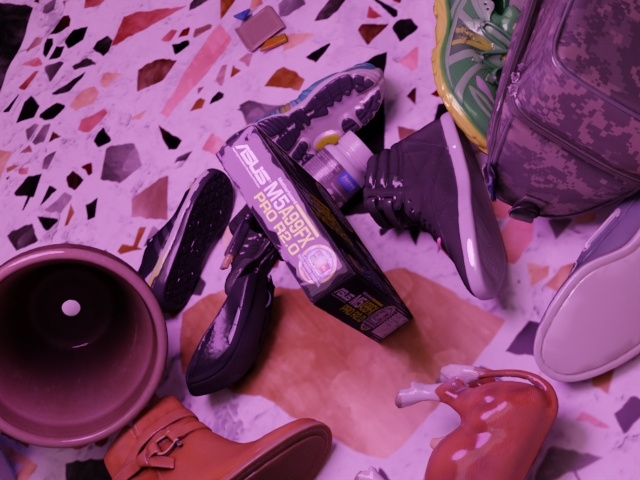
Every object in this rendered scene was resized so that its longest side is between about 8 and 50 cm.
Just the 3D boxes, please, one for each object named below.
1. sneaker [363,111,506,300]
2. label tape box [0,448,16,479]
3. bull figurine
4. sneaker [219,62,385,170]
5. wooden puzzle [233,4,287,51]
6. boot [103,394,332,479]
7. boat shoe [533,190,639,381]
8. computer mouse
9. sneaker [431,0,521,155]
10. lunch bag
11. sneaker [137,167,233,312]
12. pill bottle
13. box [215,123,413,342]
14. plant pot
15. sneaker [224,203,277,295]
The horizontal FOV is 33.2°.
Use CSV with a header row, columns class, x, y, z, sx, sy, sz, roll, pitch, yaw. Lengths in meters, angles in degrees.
class,x,y,z,sx,sy,sz,roll,pitch,yaw
sneaker,0.137,-0.024,1.351,0.147,0.104,0.296,-24,46,18
label tape box,-0.568,0.316,1.551,0.249,0.115,0.348,30,77,39
bull figurine,0.138,0.272,1.163,0.188,0.101,0.310,23,75,40
sneaker,-0.022,-0.166,1.548,0.275,0.107,0.110,-28,21,20
wooden puzzle,-0.097,-0.342,1.740,0.078,0.014,0.116,-28,51,7
boot,-0.138,0.268,1.344,0.283,0.109,0.220,-42,40,1
boat shoe,0.353,0.026,1.213,0.319,0.116,0.099,-51,6,3
computer mouse,-0.096,0.081,1.376,0.060,0.184,0.262,25,75,21
sneaker,0.216,-0.246,1.391,0.123,0.109,0.295,-20,56,30
lunch bag,0.317,-0.189,1.246,0.212,0.256,0.305,25,61,-5
sneaker,-0.213,-0.007,1.555,0.097,0.084,0.235,13,69,37
pill bottle,0.011,-0.082,1.472,0.137,0.078,0.078,-42,49,2
box,0.000,0.000,1.270,0.060,0.270,0.216,-36,67,7
plant pot,-0.342,0.115,1.448,0.263,0.263,0.229,-43,16,1
sneaker,-0.099,0.001,1.507,0.089,0.051,0.170,24,71,38
